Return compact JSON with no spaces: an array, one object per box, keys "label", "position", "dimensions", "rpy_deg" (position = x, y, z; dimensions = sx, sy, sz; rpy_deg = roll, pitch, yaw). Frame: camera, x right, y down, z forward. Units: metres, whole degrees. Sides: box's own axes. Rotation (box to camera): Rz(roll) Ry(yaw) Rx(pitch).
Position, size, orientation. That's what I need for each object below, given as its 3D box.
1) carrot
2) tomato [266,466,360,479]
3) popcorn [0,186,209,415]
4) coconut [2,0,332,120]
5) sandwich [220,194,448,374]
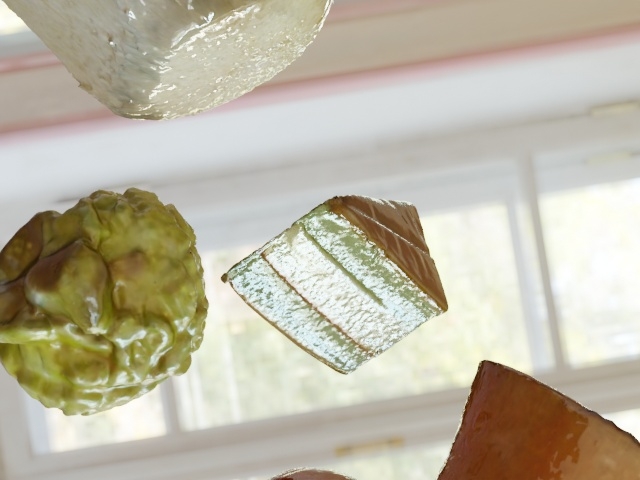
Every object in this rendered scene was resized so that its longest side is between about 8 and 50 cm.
[{"label":"carrot","position":[0.107,0.199,1.045],"dimensions":[0.225,0.159,0.159],"rpy_deg":[-62,176,-9]},{"label":"tomato","position":[-0.024,0.297,1.728],"dimensions":[0.095,0.236,0.237],"rpy_deg":[56,14,-37]},{"label":"popcorn","position":[-0.244,0.064,1.959],"dimensions":[0.237,0.251,0.206],"rpy_deg":[115,-37,-52]},{"label":"coconut","position":[-0.161,-0.330,1.751],"dimensions":[0.415,0.344,0.415],"rpy_deg":[28,-54,48]},{"label":"sandwich","position":[0.000,0.000,1.511],"dimensions":[0.187,0.117,0.144],"rpy_deg":[42,19,-43]}]
